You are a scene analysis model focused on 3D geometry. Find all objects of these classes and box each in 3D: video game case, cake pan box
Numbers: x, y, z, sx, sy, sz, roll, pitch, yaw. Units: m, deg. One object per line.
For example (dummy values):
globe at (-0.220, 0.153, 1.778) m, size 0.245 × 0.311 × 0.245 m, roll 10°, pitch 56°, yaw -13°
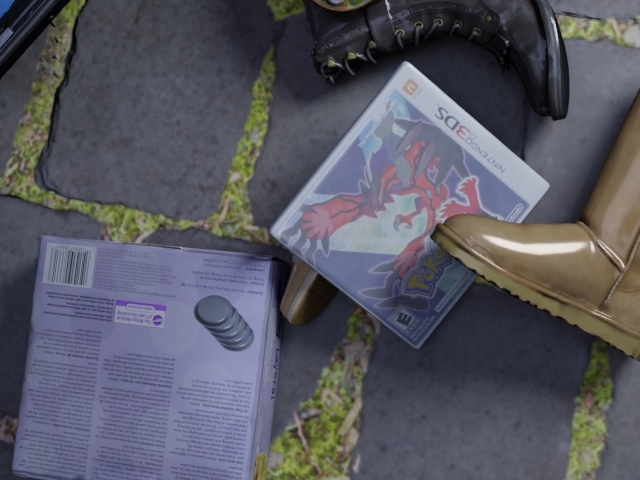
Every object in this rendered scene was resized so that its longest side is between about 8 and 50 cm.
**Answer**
video game case at (0.083, -0.030, 0.906) m, size 0.183 × 0.023 × 0.201 m, roll 38°, pitch 92°, yaw -12°
cake pan box at (-0.175, 0.126, 0.978) m, size 0.266 × 0.070 × 0.246 m, roll 4°, pitch 85°, yaw 14°

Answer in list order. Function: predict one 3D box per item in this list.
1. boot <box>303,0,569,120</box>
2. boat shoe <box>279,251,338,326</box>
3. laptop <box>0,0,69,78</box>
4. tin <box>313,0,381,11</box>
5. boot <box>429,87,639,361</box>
boot at (0.102, -0.202, 0.934) m, size 0.229 × 0.091 × 0.263 m, roll -21°, pitch 78°, yaw 17°
boat shoe at (0.000, 0.000, 0.952) m, size 0.059 × 0.063 × 0.170 m, roll 28°, pitch 92°, yaw 26°
laptop at (-0.303, -0.366, 0.963) m, size 0.236 × 0.408 × 0.382 m, roll 41°, pitch 97°, yaw -21°
tin at (0.034, -0.303, 0.882) m, size 0.106 × 0.040 × 0.190 m, roll 20°, pitch 111°, yaw 29°
boot at (0.256, -0.059, 0.867) m, size 0.236 × 0.089 × 0.269 m, roll 27°, pitch 94°, yaw -10°
